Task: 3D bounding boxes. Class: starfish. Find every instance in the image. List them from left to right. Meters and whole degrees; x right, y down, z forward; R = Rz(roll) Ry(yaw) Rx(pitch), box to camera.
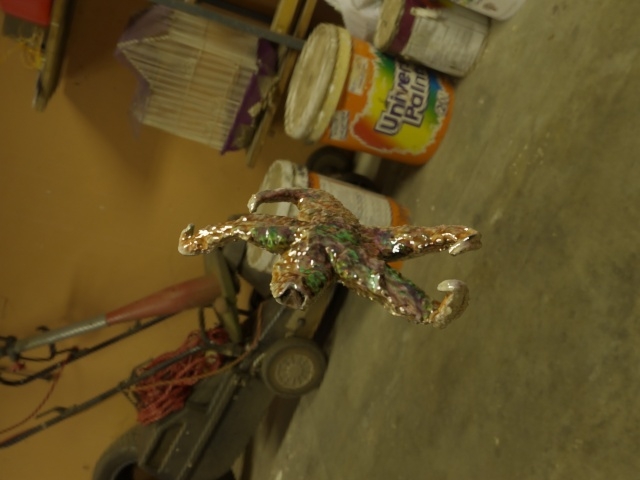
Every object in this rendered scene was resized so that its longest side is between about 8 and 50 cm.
[{"bbox_3d":[0.000,0.009,0.451,0.150,0.210,0.053,-58,-31,-62],"label":"starfish"}]
